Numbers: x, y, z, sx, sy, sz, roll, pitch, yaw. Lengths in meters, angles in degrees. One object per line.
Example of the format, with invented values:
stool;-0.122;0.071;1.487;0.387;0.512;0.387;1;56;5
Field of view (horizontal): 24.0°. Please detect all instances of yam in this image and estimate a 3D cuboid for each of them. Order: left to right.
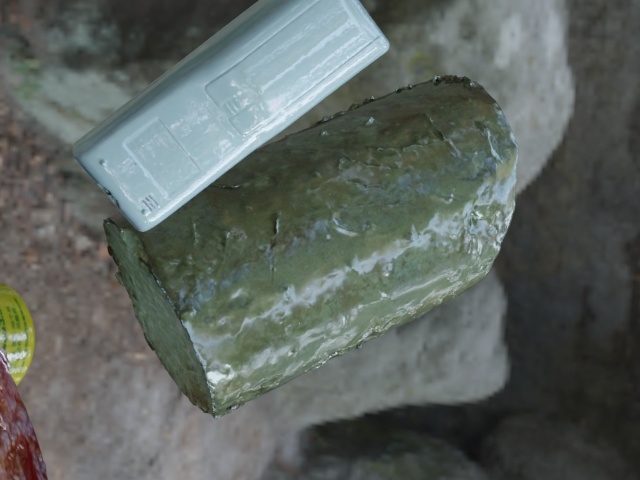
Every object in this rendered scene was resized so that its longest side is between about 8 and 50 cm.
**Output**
yam;0.000;0.000;1.099;0.304;0.168;0.168;-24;123;-26

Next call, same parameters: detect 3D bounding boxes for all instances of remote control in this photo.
remote control;-0.045;-0.071;0.759;0.061;0.162;0.029;51;4;-21

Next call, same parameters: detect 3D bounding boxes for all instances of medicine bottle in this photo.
medicine bottle;-0.313;0.079;1.199;0.260;0.064;0.095;8;79;-71

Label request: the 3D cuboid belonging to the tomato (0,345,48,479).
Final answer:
tomato;-0.295;0.191;0.990;0.309;0.170;0.309;-15;90;-84
